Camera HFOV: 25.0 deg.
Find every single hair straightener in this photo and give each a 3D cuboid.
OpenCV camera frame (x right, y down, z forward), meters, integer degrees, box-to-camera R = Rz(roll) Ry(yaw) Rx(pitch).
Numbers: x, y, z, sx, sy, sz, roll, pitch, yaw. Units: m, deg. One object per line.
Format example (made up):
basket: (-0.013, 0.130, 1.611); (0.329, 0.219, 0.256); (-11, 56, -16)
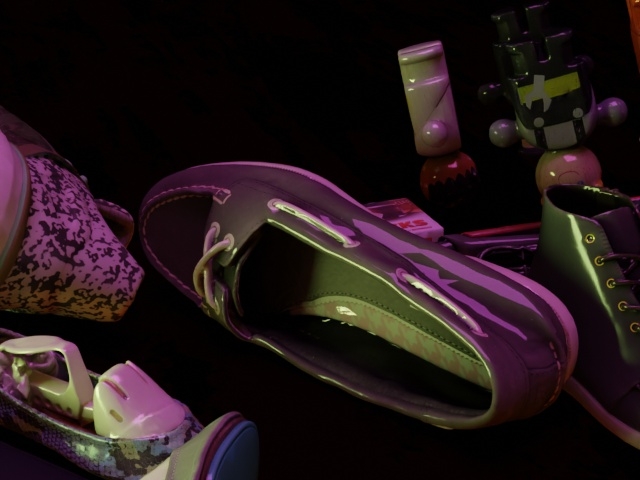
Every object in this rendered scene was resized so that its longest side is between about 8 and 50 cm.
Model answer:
hair straightener: (0.171, 0.004, 1.060); (0.230, 0.047, 0.089); (-3, 25, -7)

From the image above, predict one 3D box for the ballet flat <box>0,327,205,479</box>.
ballet flat: (-0.134, 0.094, 0.834); (0.188, 0.070, 0.070); (14, 28, 25)

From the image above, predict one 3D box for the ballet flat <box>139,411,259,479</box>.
ballet flat: (-0.077, 0.149, 0.711); (0.068, 0.072, 0.213); (-1, 25, 7)

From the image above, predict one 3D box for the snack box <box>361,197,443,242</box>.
snack box: (0.000, 0.000, 1.093); (0.178, 0.022, 0.064); (-9, 28, -22)

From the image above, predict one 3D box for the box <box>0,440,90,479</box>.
box: (-0.166, 0.166, 0.487); (0.165, 0.143, 0.270); (17, 8, 29)

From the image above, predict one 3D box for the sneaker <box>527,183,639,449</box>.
sneaker: (0.200, 0.049, 0.878); (0.083, 0.118, 0.222); (-16, 30, -33)

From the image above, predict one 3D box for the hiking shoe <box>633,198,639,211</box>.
hiking shoe: (0.324, 0.015, 1.016); (0.304, 0.113, 0.132); (-6, -5, 0)

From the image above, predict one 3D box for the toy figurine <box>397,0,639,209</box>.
toy figurine: (0.181, -0.104, 1.144); (0.209, 0.148, 0.213); (-27, 18, -38)

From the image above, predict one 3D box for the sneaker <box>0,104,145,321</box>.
sneaker: (-0.235, -0.027, 1.070); (0.182, 0.158, 0.410); (25, 12, -27)

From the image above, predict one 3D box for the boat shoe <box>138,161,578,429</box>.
boat shoe: (-0.001, 0.030, 0.925); (0.335, 0.112, 0.095); (20, 26, 28)
